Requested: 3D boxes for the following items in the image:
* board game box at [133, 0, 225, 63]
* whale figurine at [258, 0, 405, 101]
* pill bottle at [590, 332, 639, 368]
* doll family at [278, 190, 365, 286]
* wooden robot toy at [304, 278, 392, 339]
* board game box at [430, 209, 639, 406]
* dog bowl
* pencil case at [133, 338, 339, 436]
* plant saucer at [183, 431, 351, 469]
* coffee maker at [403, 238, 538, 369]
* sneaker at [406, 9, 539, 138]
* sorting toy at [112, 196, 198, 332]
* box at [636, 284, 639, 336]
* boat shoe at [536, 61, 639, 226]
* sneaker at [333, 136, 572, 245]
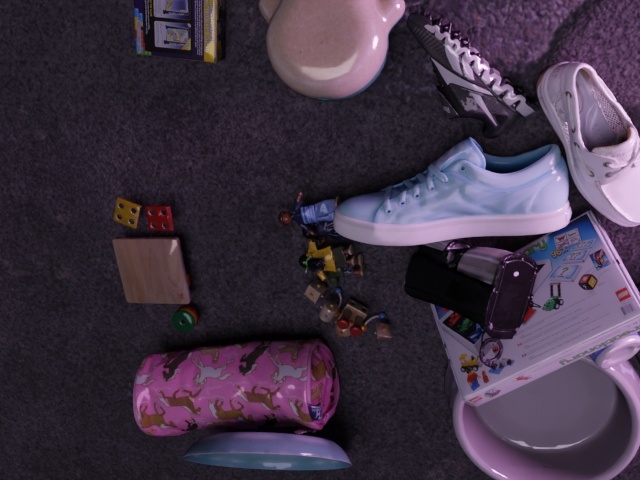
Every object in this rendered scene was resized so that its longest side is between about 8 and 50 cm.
[{"bbox_3d":[-0.222,-0.376,1.099,0.141,0.048,0.170,9,115,9],"label":"board game box"},{"bbox_3d":[0.019,-0.340,1.023,0.216,0.141,0.272,4,90,13],"label":"whale figurine"},{"bbox_3d":[0.432,0.125,1.094,0.078,0.137,0.078,-16,142,-13],"label":"pill bottle"},{"bbox_3d":[0.000,0.000,1.197,0.111,0.076,0.193,-7,106,22],"label":"doll family"},{"bbox_3d":[0.040,0.148,1.253,0.173,0.076,0.079,29,128,1],"label":"wooden robot toy"},{"bbox_3d":[0.332,0.110,1.094,0.305,0.193,0.053,-33,140,25],"label":"board game box"},{"bbox_3d":[0.386,0.289,1.204,0.348,0.102,0.349,6,115,13],"label":"dog bowl"},{"bbox_3d":[-0.163,0.283,1.318,0.385,0.167,0.160,-6,145,18],"label":"pencil case"},{"bbox_3d":[-0.099,0.401,1.320,0.317,0.044,0.318,2,158,1],"label":"plant saucer"},{"bbox_3d":[0.219,0.078,1.078,0.120,0.178,0.171,40,77,-37],"label":"coffee maker"},{"bbox_3d":[0.204,-0.237,1.031,0.234,0.078,0.106,39,115,-7],"label":"sneaker"},{"bbox_3d":[-0.311,0.042,1.309,0.132,0.046,0.275,-1,114,15],"label":"sorting toy"},{"bbox_3d":[0.617,0.138,1.098,0.232,0.059,0.183,45,116,-8],"label":"box"},{"bbox_3d":[0.410,-0.131,0.999,0.098,0.096,0.277,-37,102,-2],"label":"boat shoe"},{"bbox_3d":[0.196,-0.087,1.076,0.365,0.135,0.150,-6,111,6],"label":"sneaker"}]
